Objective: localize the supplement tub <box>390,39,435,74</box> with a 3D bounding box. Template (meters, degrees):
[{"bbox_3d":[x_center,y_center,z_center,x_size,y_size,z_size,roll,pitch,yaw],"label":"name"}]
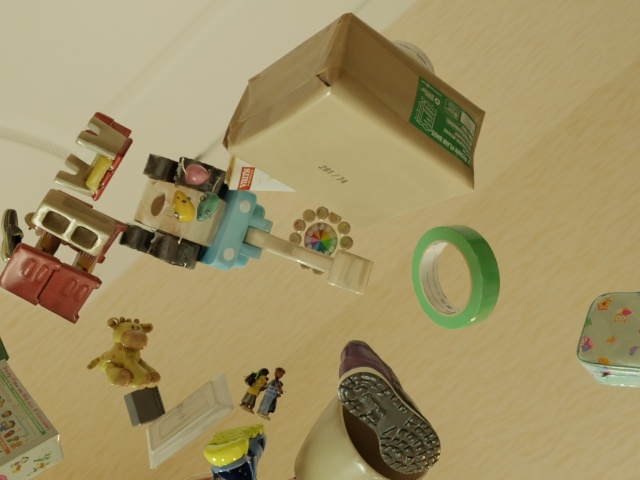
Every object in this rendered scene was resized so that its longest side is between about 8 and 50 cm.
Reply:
[{"bbox_3d":[0.134,-0.335,1.641,0.235,0.235,0.325,47,-137,-8],"label":"supplement tub"}]

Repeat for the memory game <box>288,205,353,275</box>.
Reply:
[{"bbox_3d":[0.000,0.000,1.815,0.186,0.186,0.012,51,-162,15],"label":"memory game"}]

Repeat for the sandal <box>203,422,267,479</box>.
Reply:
[{"bbox_3d":[-0.192,0.511,1.580,0.317,0.126,0.138,25,-129,-82],"label":"sandal"}]

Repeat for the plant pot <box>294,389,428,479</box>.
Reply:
[{"bbox_3d":[0.069,0.482,1.545,0.257,0.274,0.256,27,-142,-23],"label":"plant pot"}]

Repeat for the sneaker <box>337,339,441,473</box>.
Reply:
[{"bbox_3d":[0.127,0.287,1.198,0.283,0.107,0.124,58,-165,-27],"label":"sneaker"}]

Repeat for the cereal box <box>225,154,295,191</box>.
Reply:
[{"bbox_3d":[-0.059,-0.177,1.365,0.240,0.173,0.047,-1,-138,-24],"label":"cereal box"}]

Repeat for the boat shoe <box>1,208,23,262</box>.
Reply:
[{"bbox_3d":[-0.836,-0.015,1.853,0.056,0.049,0.152,32,-128,-73],"label":"boat shoe"}]

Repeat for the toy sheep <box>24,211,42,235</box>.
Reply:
[{"bbox_3d":[-0.579,-0.038,1.489,0.132,0.091,0.091,12,-155,-24],"label":"toy sheep"}]

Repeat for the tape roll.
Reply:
[{"bbox_3d":[0.410,0.112,2.100,0.077,0.321,0.321,-7,-135,-32],"label":"tape roll"}]

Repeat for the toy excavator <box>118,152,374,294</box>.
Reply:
[{"bbox_3d":[-0.156,-0.012,1.528,0.445,0.222,0.433,20,177,-41],"label":"toy excavator"}]

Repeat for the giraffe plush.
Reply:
[{"bbox_3d":[-0.554,0.315,1.963,0.210,0.170,0.181,19,180,25],"label":"giraffe plush"}]

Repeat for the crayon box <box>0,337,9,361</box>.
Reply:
[{"bbox_3d":[-0.937,0.309,1.474,0.313,0.363,0.106,-68,-21,-52],"label":"crayon box"}]

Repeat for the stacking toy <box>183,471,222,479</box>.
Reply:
[{"bbox_3d":[-0.275,0.830,1.667,0.350,0.351,0.480,47,-176,-9],"label":"stacking toy"}]

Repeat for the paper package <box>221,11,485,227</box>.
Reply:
[{"bbox_3d":[0.059,-0.184,1.153,0.325,0.168,0.310,29,153,-29],"label":"paper package"}]

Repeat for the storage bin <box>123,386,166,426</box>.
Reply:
[{"bbox_3d":[-0.567,0.528,2.163,0.091,0.098,0.135,-9,-104,-45],"label":"storage bin"}]

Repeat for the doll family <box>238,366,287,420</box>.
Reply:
[{"bbox_3d":[-0.126,0.339,1.534,0.076,0.111,0.193,39,159,-30],"label":"doll family"}]

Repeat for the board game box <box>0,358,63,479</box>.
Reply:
[{"bbox_3d":[-0.659,0.377,1.217,0.224,0.303,0.097,38,138,30],"label":"board game box"}]

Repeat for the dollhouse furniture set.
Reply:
[{"bbox_3d":[-0.400,-0.056,1.194,0.152,0.374,0.201,31,-149,-19],"label":"dollhouse furniture set"}]

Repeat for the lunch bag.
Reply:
[{"bbox_3d":[0.735,0.232,1.542,0.279,0.224,0.108,-5,142,48],"label":"lunch bag"}]

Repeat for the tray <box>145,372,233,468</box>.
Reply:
[{"bbox_3d":[-0.353,0.463,1.772,0.030,0.270,0.145,51,-175,-35],"label":"tray"}]

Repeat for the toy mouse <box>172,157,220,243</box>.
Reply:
[{"bbox_3d":[-0.223,-0.091,1.288,0.031,0.160,0.143,12,-150,29],"label":"toy mouse"}]

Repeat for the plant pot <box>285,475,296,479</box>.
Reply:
[{"bbox_3d":[0.001,0.714,1.839,0.191,0.174,0.191,54,-164,-22],"label":"plant pot"}]
